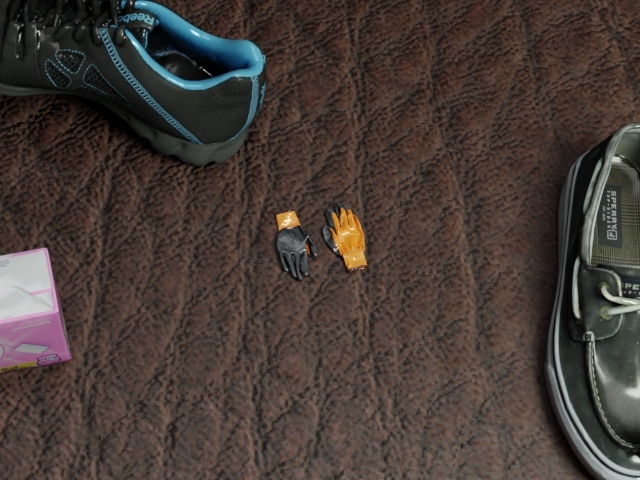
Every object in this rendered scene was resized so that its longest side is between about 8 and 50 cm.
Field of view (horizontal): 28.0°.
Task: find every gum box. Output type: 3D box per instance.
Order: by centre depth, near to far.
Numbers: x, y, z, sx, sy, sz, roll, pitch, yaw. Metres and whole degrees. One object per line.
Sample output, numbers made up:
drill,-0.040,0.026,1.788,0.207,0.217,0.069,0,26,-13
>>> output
gum box,-0.312,0.073,1.077,0.188,0.107,0.062,-11,64,-11

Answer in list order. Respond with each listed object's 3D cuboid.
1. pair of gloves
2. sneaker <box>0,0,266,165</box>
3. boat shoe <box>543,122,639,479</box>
pair of gloves,0.000,0.000,1.197,0.083,0.010,0.074,-10,65,-9
sneaker,-0.209,-0.188,1.163,0.340,0.140,0.125,18,60,-13
boat shoe,0.263,0.049,1.133,0.121,0.119,0.335,1,64,-5
